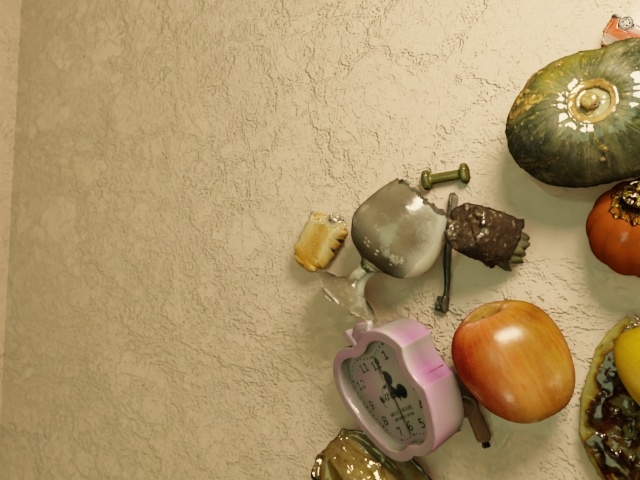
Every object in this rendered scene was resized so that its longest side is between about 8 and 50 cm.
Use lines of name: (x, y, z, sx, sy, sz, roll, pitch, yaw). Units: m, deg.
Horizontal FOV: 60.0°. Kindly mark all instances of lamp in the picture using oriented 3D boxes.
lamp: (0.643, -0.028, 1.090, 0.223, 0.196, 0.223, -22, 38, 18)

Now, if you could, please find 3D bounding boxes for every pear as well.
pear: (0.648, 0.225, 1.039, 0.178, 0.267, 0.266, 30, 102, 49)

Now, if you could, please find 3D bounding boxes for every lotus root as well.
lotus root: (0.143, 0.612, 1.357, 0.210, 0.142, 0.314, -40, 59, -20)

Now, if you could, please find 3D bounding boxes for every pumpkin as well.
pumpkin: (0.546, -0.251, 1.120, 0.328, 0.257, 0.291, 3, 78, 35)

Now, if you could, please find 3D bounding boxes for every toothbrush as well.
toothbrush: (0.310, 0.029, 1.356, 0.031, 0.030, 0.297, 6, 90, 38)

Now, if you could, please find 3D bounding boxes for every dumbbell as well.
dumbbell: (0.306, -0.156, 1.360, 0.118, 0.046, 0.052, -9, 88, 27)

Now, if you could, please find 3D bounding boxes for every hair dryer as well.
hair dryer: (0.355, 0.401, 1.283, 0.064, 0.117, 0.181, -17, 103, 25)

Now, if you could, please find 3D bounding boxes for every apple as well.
apple: (0.405, 0.257, 1.178, 0.242, 0.242, 0.241, -28, 90, 24)

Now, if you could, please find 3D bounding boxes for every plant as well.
plant: (0.376, -0.011, 1.243, 0.132, 0.195, 0.129, 34, 101, 52)

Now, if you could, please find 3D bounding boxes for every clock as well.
clock: (0.169, 0.334, 1.287, 0.339, 0.102, 0.338, 28, 127, 45)

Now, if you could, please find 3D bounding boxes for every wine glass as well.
wine glass: (0.154, 0.020, 1.332, 0.323, 0.238, 0.238, -49, 67, 13)

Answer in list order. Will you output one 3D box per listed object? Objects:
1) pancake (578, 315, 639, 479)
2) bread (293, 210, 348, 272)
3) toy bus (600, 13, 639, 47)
pancake: (0.686, 0.367, 1.130, 0.305, 0.067, 0.426, -23, 75, 17)
bread: (0.000, 0.000, 1.490, 0.119, 0.084, 0.177, 36, 104, 26)
toy bus: (0.676, -0.408, 1.167, 0.174, 0.079, 0.077, 39, 114, 24)
